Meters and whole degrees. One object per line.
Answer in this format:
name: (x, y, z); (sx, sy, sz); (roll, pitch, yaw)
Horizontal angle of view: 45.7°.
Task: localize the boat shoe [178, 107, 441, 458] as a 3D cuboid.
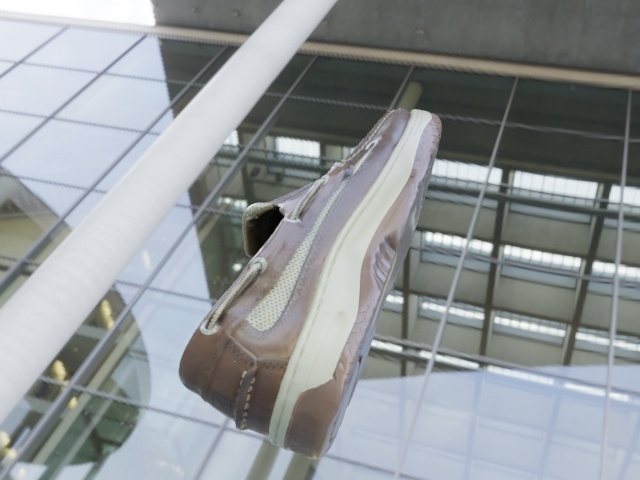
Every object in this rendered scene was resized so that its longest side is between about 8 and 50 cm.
boat shoe: (0.001, -0.006, 0.435); (0.095, 0.257, 0.095); (18, -48, 9)
